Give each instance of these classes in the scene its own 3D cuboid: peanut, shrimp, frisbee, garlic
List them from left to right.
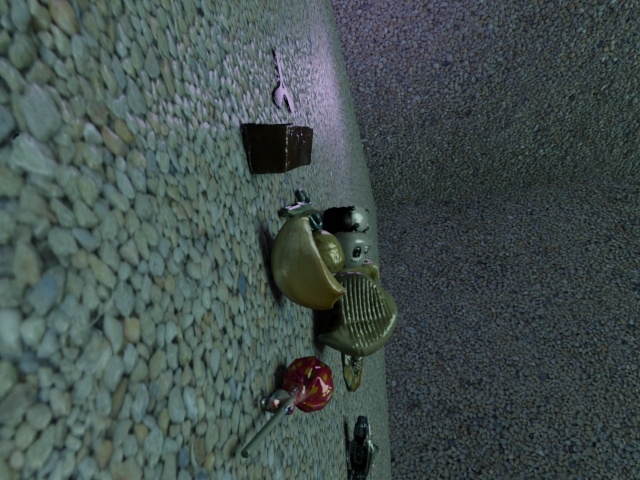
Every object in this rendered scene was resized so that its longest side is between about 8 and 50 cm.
[{"bbox_3d":[-0.116,-0.465,1.345,0.211,0.012,0.188,-30,112,-77],"label":"frisbee"},{"bbox_3d":[-0.035,0.046,1.057,0.145,0.164,0.245,-53,132,-50],"label":"garlic"},{"bbox_3d":[0.016,0.036,1.419,0.159,0.109,0.141,-10,85,-75],"label":"peanut"},{"bbox_3d":[0.126,0.420,1.845,0.233,0.071,0.366,-1,89,-73],"label":"shrimp"}]

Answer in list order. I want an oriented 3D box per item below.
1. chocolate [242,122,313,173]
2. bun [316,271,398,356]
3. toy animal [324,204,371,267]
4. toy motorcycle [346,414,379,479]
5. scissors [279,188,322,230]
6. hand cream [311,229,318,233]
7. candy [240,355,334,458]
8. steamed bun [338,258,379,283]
[{"bbox_3d":[-0.092,-0.225,1.114,0.321,0.111,0.112,-53,144,-75],"label":"chocolate"},{"bbox_3d":[0.104,0.238,1.466,0.205,0.281,0.282,120,-30,-66],"label":"bun"},{"bbox_3d":[0.104,-0.011,1.733,0.187,0.165,0.235,5,77,-56],"label":"toy animal"},{"bbox_3d":[0.156,0.762,1.681,0.204,0.108,0.240,38,69,-67],"label":"toy motorcycle"},{"bbox_3d":[-0.058,-0.083,1.301,0.138,0.041,0.289,66,16,1],"label":"scissors"},{"bbox_3d":[0.000,0.000,1.555,0.163,0.038,0.062,53,15,-71],"label":"hand cream"},{"bbox_3d":[-0.065,0.328,0.905,0.365,0.124,0.124,-17,99,-71],"label":"candy"},{"bbox_3d":[0.148,0.129,1.939,0.155,0.172,0.141,-113,-161,-62],"label":"steamed bun"}]
